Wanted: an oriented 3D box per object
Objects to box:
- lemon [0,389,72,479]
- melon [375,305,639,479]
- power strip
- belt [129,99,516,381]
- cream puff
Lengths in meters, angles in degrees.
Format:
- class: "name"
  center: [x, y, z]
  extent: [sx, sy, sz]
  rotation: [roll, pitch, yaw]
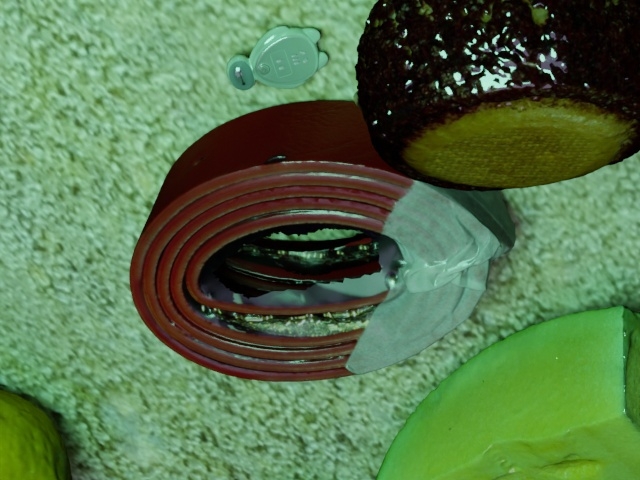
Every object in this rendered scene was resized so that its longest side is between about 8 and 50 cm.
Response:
- class: "lemon"
  center: [-0.355, 0.248, 1.270]
  extent: [0.253, 0.228, 0.228]
  rotation: [9, 124, 3]
- class: "melon"
  center: [0.185, 0.188, 1.221]
  extent: [0.323, 0.124, 0.196]
  rotation: [-24, 115, 29]
- class: "power strip"
  center: [-0.037, -0.150, 1.084]
  extent: [0.083, 0.035, 0.055]
  rotation: [-18, 120, 4]
- class: "belt"
  center: [0.000, 0.000, 1.123]
  extent: [0.324, 0.115, 0.227]
  rotation: [-11, 122, 14]
- class: "cream puff"
  center: [0.143, -0.134, 0.960]
  extent: [0.239, 0.165, 0.239]
  rotation: [-2, 164, -1]
